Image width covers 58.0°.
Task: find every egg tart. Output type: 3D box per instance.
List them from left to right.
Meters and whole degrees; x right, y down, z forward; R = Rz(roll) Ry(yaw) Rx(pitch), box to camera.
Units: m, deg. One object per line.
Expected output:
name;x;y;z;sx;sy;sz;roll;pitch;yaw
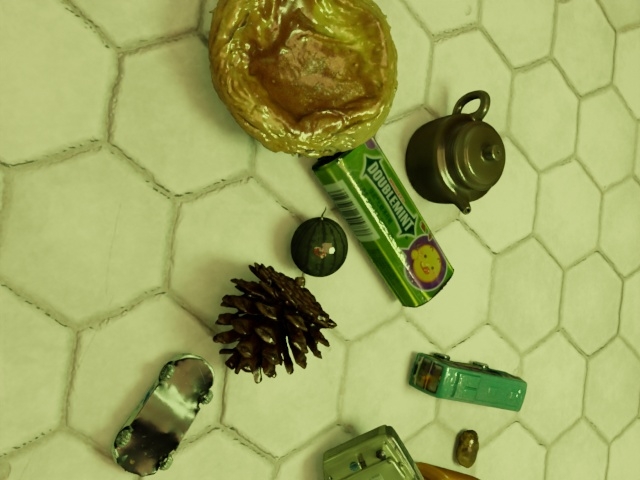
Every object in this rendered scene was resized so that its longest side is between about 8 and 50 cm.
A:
egg tart;-0.032;-0.308;1.001;0.352;0.150;0.351;-1;92;-24

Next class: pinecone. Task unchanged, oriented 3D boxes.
pinecone;-0.084;0.140;0.957;0.208;0.208;0.207;0;90;-30

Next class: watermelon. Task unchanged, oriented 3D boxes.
watermelon;0.000;0.000;1.038;0.105;0.105;0.132;-4;112;-30

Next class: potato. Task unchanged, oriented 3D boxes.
potato;0.325;0.457;1.267;0.051;0.040;0.083;15;81;-24

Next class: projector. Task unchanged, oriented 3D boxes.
projector;0.109;0.500;1.066;0.194;0.088;0.269;-28;91;8

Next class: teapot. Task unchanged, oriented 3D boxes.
teapot;0.298;-0.180;1.177;0.186;0.175;0.267;15;83;-31

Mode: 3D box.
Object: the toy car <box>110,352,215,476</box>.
toy car;-0.249;0.277;0.928;0.095;0.056;0.204;40;68;-24

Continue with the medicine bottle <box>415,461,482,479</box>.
medicine bottle;0.285;0.564;1.202;0.222;0.112;0.149;25;80;-27

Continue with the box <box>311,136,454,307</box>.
box;0.128;-0.041;1.121;0.134;0.097;0.345;-42;109;-25

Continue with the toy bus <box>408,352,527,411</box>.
toy bus;0.317;0.302;1.228;0.262;0.109;0.091;15;88;-28
